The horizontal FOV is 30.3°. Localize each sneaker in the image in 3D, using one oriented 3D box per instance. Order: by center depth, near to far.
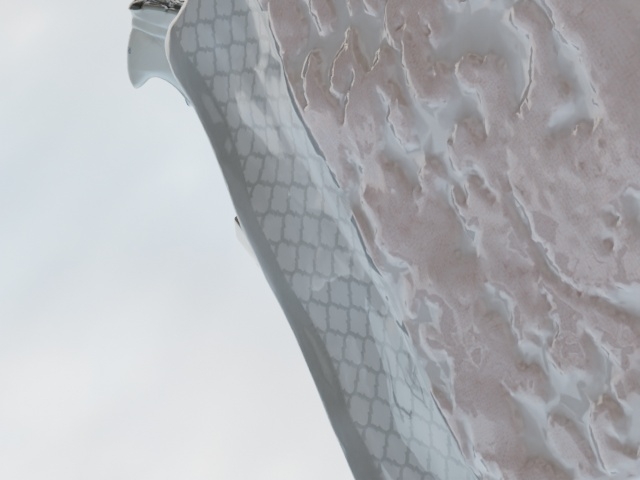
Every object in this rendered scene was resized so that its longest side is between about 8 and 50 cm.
[{"bbox_3d":[-0.114,-0.229,1.549,0.297,0.129,0.111,15,-160,-4],"label":"sneaker"}]

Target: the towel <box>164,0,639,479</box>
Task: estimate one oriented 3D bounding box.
[{"bbox_3d":[0.045,-0.046,0.469,0.053,0.317,0.332,-13,-110,-29],"label":"towel"}]

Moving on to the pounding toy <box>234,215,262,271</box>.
[{"bbox_3d":[0.000,0.000,1.268,0.130,0.100,0.141,-35,-103,-11],"label":"pounding toy"}]
